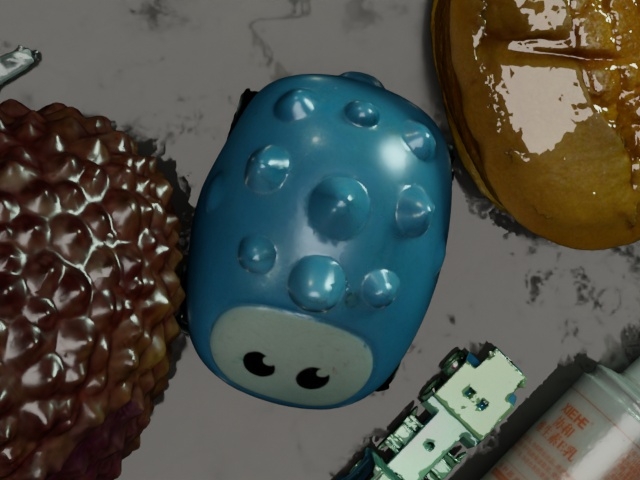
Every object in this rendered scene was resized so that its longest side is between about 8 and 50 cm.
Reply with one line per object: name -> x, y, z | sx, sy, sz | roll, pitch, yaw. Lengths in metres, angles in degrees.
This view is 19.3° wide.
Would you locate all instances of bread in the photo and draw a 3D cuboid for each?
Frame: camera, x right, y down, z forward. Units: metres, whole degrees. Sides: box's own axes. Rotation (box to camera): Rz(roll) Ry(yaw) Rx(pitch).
bread -> 0.183, -0.129, 1.385 | 0.195, 0.142, 0.269 | -11, 97, -12

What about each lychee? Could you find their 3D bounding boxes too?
lychee -> -0.236, 0.054, 1.313 | 0.306, 0.306, 0.330 | 42, 84, -2

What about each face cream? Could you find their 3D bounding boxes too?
face cream -> 0.220, 0.149, 1.423 | 0.101, 0.101, 0.251 | 44, 91, -2

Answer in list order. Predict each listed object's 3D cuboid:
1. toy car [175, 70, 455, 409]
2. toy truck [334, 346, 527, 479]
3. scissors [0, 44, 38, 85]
toy car -> 0.000, 0.000, 1.371 | 0.188, 0.190, 0.255 | 18, 92, -4
toy truck -> 0.087, 0.156, 1.430 | 0.067, 0.081, 0.175 | 44, 91, -4
scissors -> -0.377, -0.062, 1.441 | 0.360, 0.029, 0.191 | -28, 96, -2
